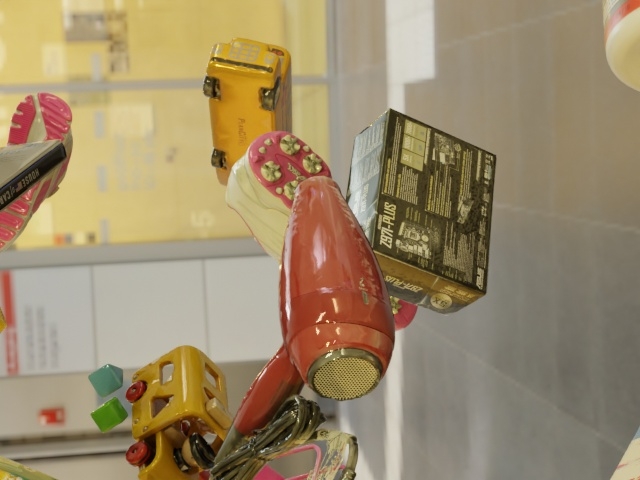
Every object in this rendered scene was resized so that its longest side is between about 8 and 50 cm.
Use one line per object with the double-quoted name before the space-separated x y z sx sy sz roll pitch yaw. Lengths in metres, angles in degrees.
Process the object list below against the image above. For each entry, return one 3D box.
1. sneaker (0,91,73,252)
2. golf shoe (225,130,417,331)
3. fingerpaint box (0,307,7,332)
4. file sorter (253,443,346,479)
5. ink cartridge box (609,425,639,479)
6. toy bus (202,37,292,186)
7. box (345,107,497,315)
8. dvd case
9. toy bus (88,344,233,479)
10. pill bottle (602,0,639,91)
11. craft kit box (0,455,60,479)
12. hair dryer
"sneaker" -0.417 -0.080 1.729 0.252 0.103 0.111 -57 -8 -5
"golf shoe" 0.000 0.000 1.584 0.306 0.115 0.140 50 140 -5
"fingerpaint box" -0.681 -0.033 1.729 0.163 0.371 0.444 -45 48 14
"file sorter" 0.010 0.483 1.952 0.182 0.291 0.202 -22 37 38
"ink cartridge box" 0.374 0.245 1.249 0.078 0.134 0.231 61 -148 -2
"toy bus" -0.105 -0.195 1.907 0.332 0.108 0.130 91 -166 -58
"box" 0.107 -0.029 1.341 0.077 0.147 0.180 -36 39 53
"dvd case" -0.406 -0.046 1.329 0.238 0.179 0.029 -54 -45 -59
"toy bus" -0.150 0.212 1.380 0.202 0.104 0.191 60 -167 10
"pill bottle" 0.453 -0.380 1.539 0.210 0.210 0.362 106 167 -65
"craft kit box" -0.292 0.305 1.019 0.061 0.250 0.246 -169 102 -86
"hair dryer" -0.029 0.089 0.898 0.224 0.080 0.293 -4 67 58
